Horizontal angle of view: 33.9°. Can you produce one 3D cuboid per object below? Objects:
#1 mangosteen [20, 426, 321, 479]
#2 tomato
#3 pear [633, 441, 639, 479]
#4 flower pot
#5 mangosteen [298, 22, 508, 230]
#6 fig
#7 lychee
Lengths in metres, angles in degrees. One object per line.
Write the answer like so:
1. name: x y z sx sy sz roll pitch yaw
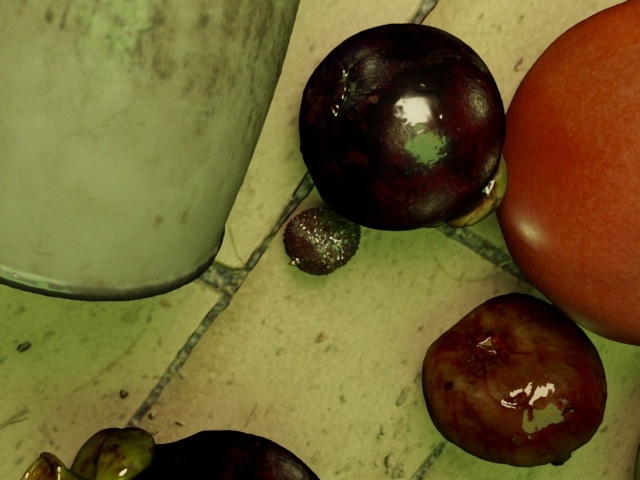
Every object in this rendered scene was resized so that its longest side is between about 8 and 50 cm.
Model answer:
1. mangosteen: -0.131 0.316 1.040 0.297 0.313 0.297 -44 153 -29
2. tomato: 0.338 -0.057 0.977 0.342 0.272 0.341 -6 117 -13
3. pear: 0.503 0.318 1.223 0.288 0.287 0.375 -7 132 -13
4. flower pot: -0.156 -0.171 0.735 0.294 0.293 0.330 12 122 -21
5. mangosteen: 0.088 -0.088 0.942 0.231 0.194 0.194 29 105 -37
6. fig: 0.221 0.161 1.152 0.191 0.190 0.290 -43 160 7
7. lychee: 0.000 0.000 1.024 0.083 0.068 0.067 -27 101 -20
